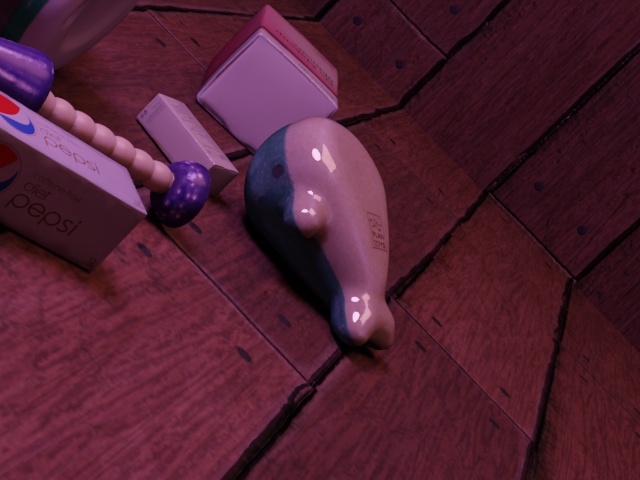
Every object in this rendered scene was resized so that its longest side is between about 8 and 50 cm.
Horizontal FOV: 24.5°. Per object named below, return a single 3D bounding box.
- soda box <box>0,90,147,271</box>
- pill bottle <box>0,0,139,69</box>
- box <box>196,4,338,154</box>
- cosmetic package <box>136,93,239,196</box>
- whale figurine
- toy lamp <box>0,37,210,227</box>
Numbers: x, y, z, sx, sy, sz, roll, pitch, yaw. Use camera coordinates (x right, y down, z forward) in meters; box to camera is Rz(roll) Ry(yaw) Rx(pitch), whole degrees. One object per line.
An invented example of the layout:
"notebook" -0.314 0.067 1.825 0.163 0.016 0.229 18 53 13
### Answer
"soda box" -0.243 -0.061 1.166 0.216 0.074 0.069 33 19 -42
"pill bottle" -0.338 -0.357 1.466 0.361 0.204 0.204 46 14 1
"box" -0.067 -0.212 2.011 0.148 0.127 0.232 43 14 -13
"cosmetic package" -0.148 -0.106 1.645 0.115 0.041 0.060 52 14 23
"whale figurine" 0.000 0.000 1.660 0.216 0.141 0.272 14 59 -65
"toy lamp" -0.217 -0.102 1.358 0.275 0.080 0.080 34 18 -43
